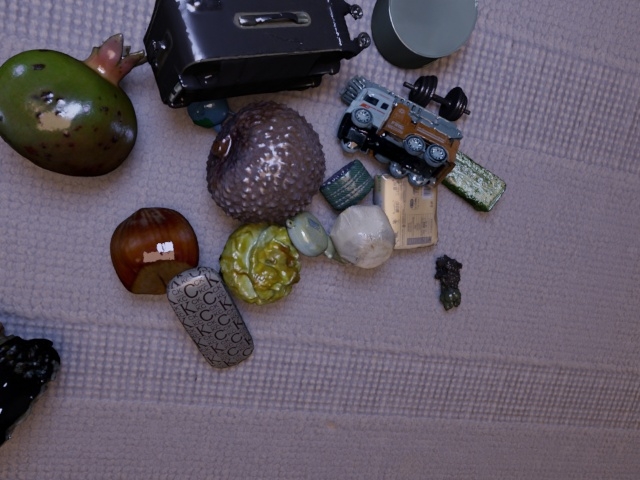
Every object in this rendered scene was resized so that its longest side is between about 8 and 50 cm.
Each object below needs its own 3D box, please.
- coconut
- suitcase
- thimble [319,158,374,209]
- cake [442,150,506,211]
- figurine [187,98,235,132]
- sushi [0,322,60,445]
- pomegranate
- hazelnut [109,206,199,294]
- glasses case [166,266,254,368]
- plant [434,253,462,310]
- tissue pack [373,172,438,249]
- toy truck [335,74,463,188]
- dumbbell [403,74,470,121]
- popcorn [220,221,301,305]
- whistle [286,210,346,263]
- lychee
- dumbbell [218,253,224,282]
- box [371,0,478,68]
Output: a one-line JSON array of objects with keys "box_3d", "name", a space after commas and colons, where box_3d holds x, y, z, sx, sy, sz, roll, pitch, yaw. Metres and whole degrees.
[{"box_3d": [0.108, -0.018, 1.056, 0.161, 0.162, 0.160, -15, 140, -13], "name": "coconut"}, {"box_3d": [-0.141, -0.413, 0.850, 0.435, 0.283, 0.193, -22, 100, -29], "name": "suitcase"}, {"box_3d": [0.071, -0.146, 1.087, 0.135, 0.118, 0.090, -37, 104, 3], "name": "thimble"}, {"box_3d": [0.414, -0.185, 1.191, 0.235, 0.099, 0.100, 36, 94, 6], "name": "cake"}, {"box_3d": [-0.281, -0.366, 0.994, 0.145, 0.114, 0.178, 20, 85, 9], "name": "figurine"}, {"box_3d": [-0.822, 0.350, 0.925, 0.285, 0.328, 0.328, 42, 96, -21], "name": "sushi"}, {"box_3d": [-0.528, -0.297, 0.852, 0.291, 0.290, 0.322, 17, 110, -14], "name": "pomegranate"}, {"box_3d": [-0.414, 0.023, 1.018, 0.212, 0.180, 0.181, -22, 134, -4], "name": "hazelnut"}, {"box_3d": [-0.279, 0.212, 1.064, 0.137, 0.085, 0.354, -23, 130, -11], "name": "glasses case"}, {"box_3d": [0.393, 0.128, 1.232, 0.085, 0.087, 0.174, -5, 99, 21], "name": "plant"}, {"box_3d": [0.241, -0.084, 1.148, 0.187, 0.090, 0.221, -5, 103, -9], "name": "tissue pack"}, {"box_3d": [0.193, -0.290, 1.050, 0.339, 0.133, 0.184, 28, 66, 1], "name": "toy truck"}, {"box_3d": [0.317, -0.383, 1.095, 0.209, 0.099, 0.099, 18, 98, -15], "name": "dumbbell"}, {"box_3d": [-0.158, 0.057, 1.056, 0.205, 0.184, 0.220, -8, 89, -28], "name": "popcorn"}, {"box_3d": [0.000, 0.000, 1.081, 0.067, 0.125, 0.258, -29, 141, 25], "name": "whistle"}, {"box_3d": [-0.133, -0.177, 0.973, 0.301, 0.300, 0.299, -2, 102, -10], "name": "lychee"}, {"box_3d": [-0.270, 0.079, 1.114, 0.036, 0.040, 0.083, 17, 99, -44], "name": "dumbbell"}, {"box_3d": [0.254, -0.562, 1.019, 0.227, 0.149, 0.225, -2, 102, -10], "name": "box"}]
